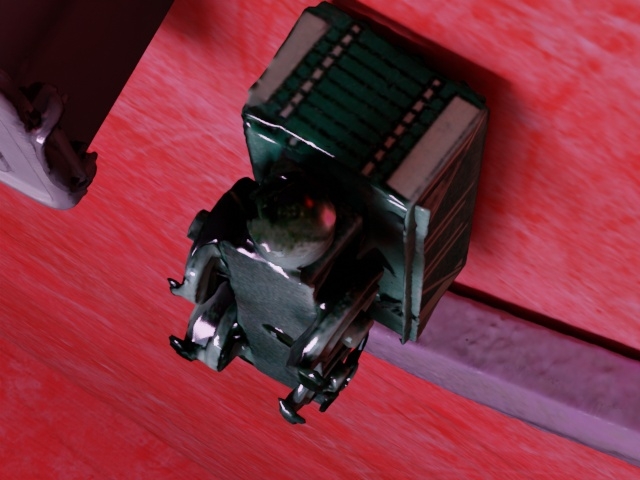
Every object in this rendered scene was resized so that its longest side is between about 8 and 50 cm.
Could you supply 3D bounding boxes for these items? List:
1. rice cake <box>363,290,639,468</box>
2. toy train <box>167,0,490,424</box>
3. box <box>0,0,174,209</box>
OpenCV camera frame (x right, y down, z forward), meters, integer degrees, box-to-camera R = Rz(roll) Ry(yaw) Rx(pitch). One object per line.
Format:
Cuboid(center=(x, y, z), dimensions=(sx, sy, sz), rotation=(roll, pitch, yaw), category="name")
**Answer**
Cuboid(center=(0.138, 0.083, 0.961), dimensions=(0.365, 0.056, 0.072), rotation=(20, 160, 36), category="rice cake")
Cuboid(center=(0.000, 0.000, 0.795), dimensions=(0.115, 0.154, 0.269), rotation=(28, 164, 12), category="toy train")
Cuboid(center=(-0.194, -0.137, 0.790), dimensions=(0.243, 0.135, 0.163), rotation=(27, 165, 15), category="box")
